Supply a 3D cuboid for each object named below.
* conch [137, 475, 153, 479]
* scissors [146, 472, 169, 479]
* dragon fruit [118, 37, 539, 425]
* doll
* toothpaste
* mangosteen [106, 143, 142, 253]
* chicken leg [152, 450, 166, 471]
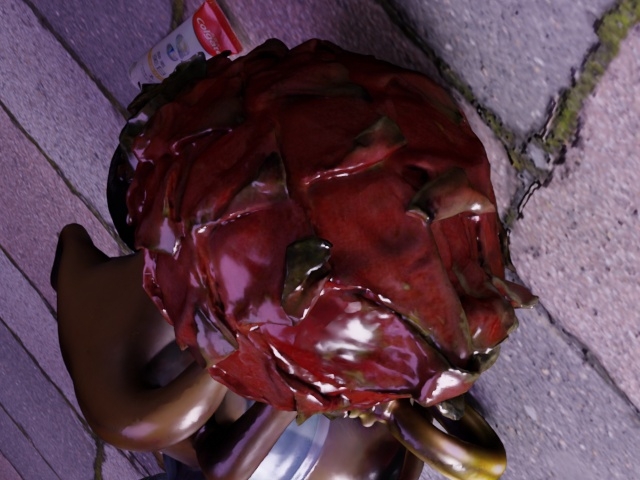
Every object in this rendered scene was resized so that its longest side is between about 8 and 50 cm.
[{"bbox_3d":[-0.182,0.371,2.046,0.188,0.122,0.175,29,-142,-55],"label":"conch"},{"bbox_3d":[-0.121,0.408,1.951,0.256,0.029,0.383,-28,123,36],"label":"scissors"},{"bbox_3d":[0.000,0.000,1.053,0.299,0.244,0.244,50,159,32],"label":"dragon fruit"},{"bbox_3d":[-0.049,0.115,1.299,0.340,0.209,0.318,44,169,-31],"label":"doll"},{"bbox_3d":[-0.112,-0.151,1.337,0.048,0.031,0.190,60,154,-7],"label":"toothpaste"},{"bbox_3d":[-0.103,-0.036,1.379,0.151,0.137,0.137,26,177,-38],"label":"mangosteen"},{"bbox_3d":[-0.128,0.261,1.898,0.101,0.085,0.207,18,150,33],"label":"chicken leg"}]
